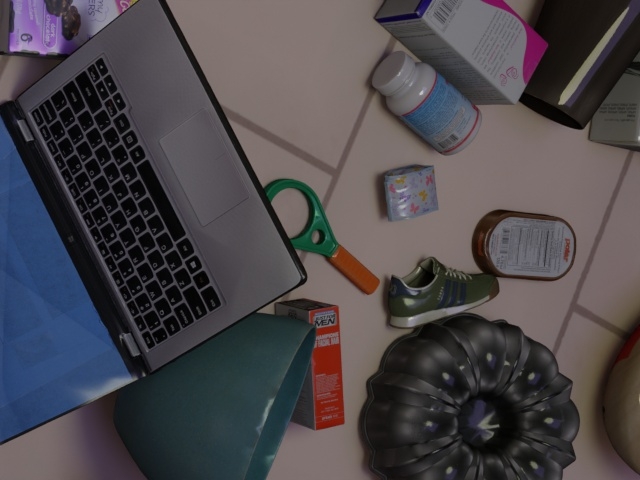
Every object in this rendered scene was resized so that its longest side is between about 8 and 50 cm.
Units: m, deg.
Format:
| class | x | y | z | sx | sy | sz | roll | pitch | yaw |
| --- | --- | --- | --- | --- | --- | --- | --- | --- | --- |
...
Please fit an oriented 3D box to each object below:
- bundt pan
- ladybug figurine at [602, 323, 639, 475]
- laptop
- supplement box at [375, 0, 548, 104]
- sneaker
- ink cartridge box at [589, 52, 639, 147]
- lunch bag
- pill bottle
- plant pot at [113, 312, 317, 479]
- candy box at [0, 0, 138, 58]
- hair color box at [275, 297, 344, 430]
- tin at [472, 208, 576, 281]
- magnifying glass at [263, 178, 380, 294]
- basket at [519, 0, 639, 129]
| class | x | y | z | sx | sy | sz | roll | pitch | yaw |
| --- | --- | --- | --- | --- | --- | --- | --- | --- | --- |
| bundt pan | 0.233 | 0.264 | 1.959 | 0.330 | 0.124 | 0.331 | 2 | 83 | -15 |
| ladybug figurine | 0.625 | 0.211 | 2.232 | 0.449 | 0.162 | 0.305 | -35 | 111 | -23 |
| laptop | -0.301 | -0.016 | 1.533 | 0.236 | 0.408 | 0.382 | -16 | 77 | -60 |
| supplement box | 0.206 | -0.301 | 1.957 | 0.220 | 0.114 | 0.111 | 38 | 75 | -27 |
| sneaker | 0.181 | 0.063 | 2.003 | 0.192 | 0.064 | 0.086 | -18 | 109 | -26 |
| ink cartridge box | 0.555 | -0.272 | 2.171 | 0.197 | 0.114 | 0.273 | 8 | 89 | -33 |
| lunch bag | 0.125 | -0.070 | 1.965 | 0.083 | 0.053 | 0.071 | -20 | 107 | -38 |
| pill bottle | 0.151 | -0.199 | 1.948 | 0.160 | 0.087 | 0.087 | 38 | 75 | -29 |
| plant pot | -0.147 | 0.209 | 1.722 | 0.195 | 0.290 | 0.290 | 20 | 82 | 6 |
| candy box | -0.298 | -0.304 | 1.673 | 0.196 | 0.070 | 0.165 | 1 | 94 | -31 |
| hair color box | -0.015 | 0.170 | 1.879 | 0.053 | 0.093 | 0.167 | -9 | 100 | -32 |
| tin | 0.319 | 0.010 | 2.102 | 0.189 | 0.040 | 0.106 | 4 | 97 | -32 |
| magnifying glass | 0.000 | 0.000 | 1.914 | 0.231 | 0.026 | 0.092 | 41 | 73 | -26 |
| basket | 0.395 | -0.294 | 2.041 | 0.154 | 0.204 | 0.227 | 29 | 89 | -42 |
